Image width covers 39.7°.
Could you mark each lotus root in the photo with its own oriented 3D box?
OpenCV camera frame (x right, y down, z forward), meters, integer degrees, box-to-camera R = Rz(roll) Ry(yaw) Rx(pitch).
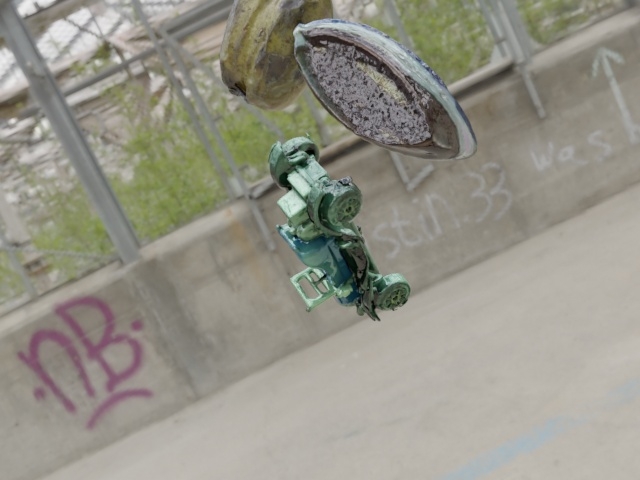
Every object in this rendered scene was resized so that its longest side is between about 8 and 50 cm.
[{"bbox_3d":[-0.052,-0.310,1.247,0.154,0.154,0.278,-40,-24,-54],"label":"lotus root"}]

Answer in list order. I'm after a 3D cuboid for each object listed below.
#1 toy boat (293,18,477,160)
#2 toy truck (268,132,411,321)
[{"bbox_3d":[0.078,-0.182,1.068,0.114,0.262,0.115,-56,-17,25],"label":"toy boat"},{"bbox_3d":[0.000,0.001,0.649,0.078,0.154,0.080,-37,48,-5],"label":"toy truck"}]
